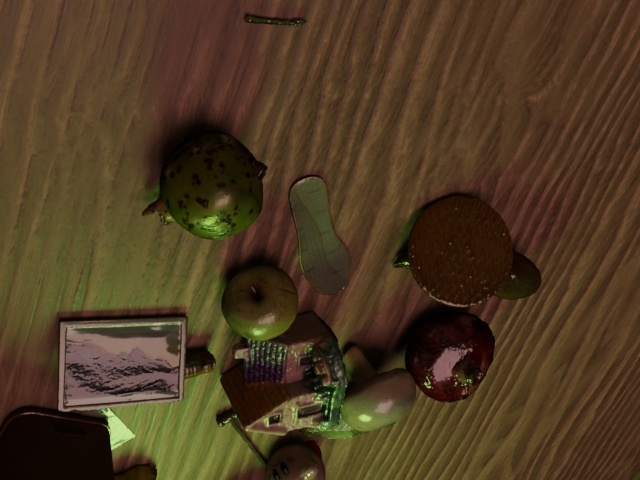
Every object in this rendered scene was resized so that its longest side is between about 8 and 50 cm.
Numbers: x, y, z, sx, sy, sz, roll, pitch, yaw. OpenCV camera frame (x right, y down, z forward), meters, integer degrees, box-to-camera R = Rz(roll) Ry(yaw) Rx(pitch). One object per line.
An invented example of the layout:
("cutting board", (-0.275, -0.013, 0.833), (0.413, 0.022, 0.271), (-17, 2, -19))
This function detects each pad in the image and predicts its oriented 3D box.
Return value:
("pad", (-0.579, 0.481, 1.642), (0.265, 0.009, 0.159), (-29, 132, -5))

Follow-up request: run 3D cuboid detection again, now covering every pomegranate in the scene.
("pomegranate", (-0.210, -0.091, 1.313), (0.198, 0.198, 0.246), (10, 154, -31))

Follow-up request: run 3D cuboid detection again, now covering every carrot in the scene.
("carrot", (-0.362, 0.285, 1.574), (0.260, 0.070, 0.070), (-7, 126, -25))

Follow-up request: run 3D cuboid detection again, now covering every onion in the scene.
("onion", (0.345, 0.310, 1.839), (0.252, 0.219, 0.252), (-11, 117, -22))

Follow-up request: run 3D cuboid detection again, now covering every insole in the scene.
("insole", (0.000, 0.000, 1.581), (0.119, 0.009, 0.348), (-22, 130, -10))

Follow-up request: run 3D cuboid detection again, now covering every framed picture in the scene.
("framed picture", (-0.413, 0.257, 1.500), (0.266, 0.018, 0.192), (0, 95, -27))

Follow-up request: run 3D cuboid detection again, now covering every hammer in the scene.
("hammer", (-0.191, 0.530, 1.861), (0.058, 0.029, 0.292), (-27, 133, -4))

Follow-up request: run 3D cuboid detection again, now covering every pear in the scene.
("pear", (-0.127, 0.133, 1.521), (0.167, 0.167, 0.136), (-31, 148, -3))

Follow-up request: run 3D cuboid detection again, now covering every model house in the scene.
("model house", (-0.089, 0.317, 1.638), (0.238, 0.202, 0.236), (-8, 126, -23))

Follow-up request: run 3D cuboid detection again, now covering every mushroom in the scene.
("mushroom", (0.126, 0.367, 1.794), (0.207, 0.215, 0.207), (-31, 168, -7))

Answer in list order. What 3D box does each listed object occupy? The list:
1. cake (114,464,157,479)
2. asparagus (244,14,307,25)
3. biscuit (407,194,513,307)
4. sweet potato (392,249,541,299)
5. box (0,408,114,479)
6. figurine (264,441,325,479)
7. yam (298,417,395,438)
("cake", (-0.492, 0.593, 1.749), (0.185, 0.116, 0.079), (-7, 128, 18))
("asparagus", (-0.078, -0.388, 1.258), (0.114, 0.015, 0.014), (-5, 91, -26))
("biscuit", (0.323, 0.025, 1.654), (0.262, 0.037, 0.261), (1, 85, -9))
("sweet potato", (0.382, 0.064, 1.749), (0.423, 0.130, 0.130), (12, 117, -24))
("box", (-0.612, 0.578, 1.543), (0.239, 0.229, 0.339), (22, 113, -37))
("figurine", (-0.069, 0.630, 1.897), (0.173, 0.173, 0.173), (-13, 128, -18))
("yam", (0.074, 0.474, 1.903), (0.259, 0.106, 0.106), (-9, 127, -23))
